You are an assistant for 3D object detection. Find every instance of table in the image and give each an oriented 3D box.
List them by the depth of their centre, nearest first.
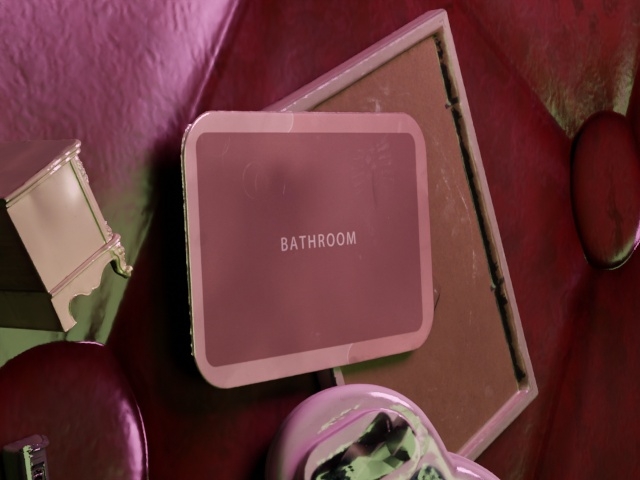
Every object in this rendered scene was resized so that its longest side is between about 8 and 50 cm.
[{"bbox_3d":[-0.156,-0.003,0.821,0.062,0.079,0.083,-45,124,-41],"label":"table"}]

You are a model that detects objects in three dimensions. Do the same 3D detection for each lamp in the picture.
[{"bbox_3d":[0.049,0.210,1.043,0.179,0.108,0.246,-32,98,-19],"label":"lamp"}]

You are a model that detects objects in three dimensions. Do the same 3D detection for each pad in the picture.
[{"bbox_3d":[0.000,0.000,1.045,0.266,0.002,0.176,-6,94,-52],"label":"pad"}]

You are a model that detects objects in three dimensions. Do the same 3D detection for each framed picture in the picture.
[{"bbox_3d":[0.065,0.025,1.147,0.247,0.022,0.335,-36,117,-46],"label":"framed picture"}]

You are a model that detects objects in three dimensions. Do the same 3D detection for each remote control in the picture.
[{"bbox_3d":[-0.158,0.156,0.862,0.034,0.016,0.091,-17,102,-56],"label":"remote control"}]
